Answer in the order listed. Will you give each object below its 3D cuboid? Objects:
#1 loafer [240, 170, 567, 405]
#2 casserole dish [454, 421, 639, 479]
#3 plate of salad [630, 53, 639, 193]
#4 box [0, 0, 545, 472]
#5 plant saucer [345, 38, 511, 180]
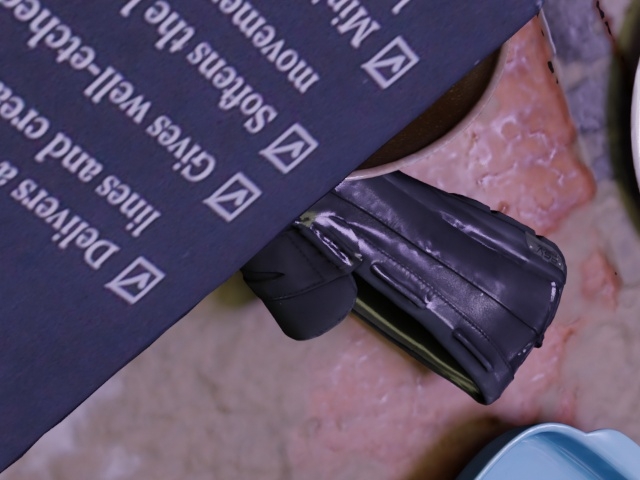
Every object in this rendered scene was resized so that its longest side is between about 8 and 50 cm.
[{"bbox_3d":[0.000,0.000,0.658,0.223,0.076,0.078,26,81,-27],"label":"loafer"},{"bbox_3d":[0.076,0.161,0.738,0.114,0.037,0.188,40,84,-23],"label":"casserole dish"},{"bbox_3d":[0.231,-0.058,0.753,0.199,0.048,0.200,-3,101,-18],"label":"plate of salad"},{"bbox_3d":[-0.202,-0.060,0.392,0.395,0.212,0.293,-40,138,6],"label":"box"},{"bbox_3d":[-0.027,-0.098,0.609,0.198,0.036,0.199,11,57,-17],"label":"plant saucer"}]
